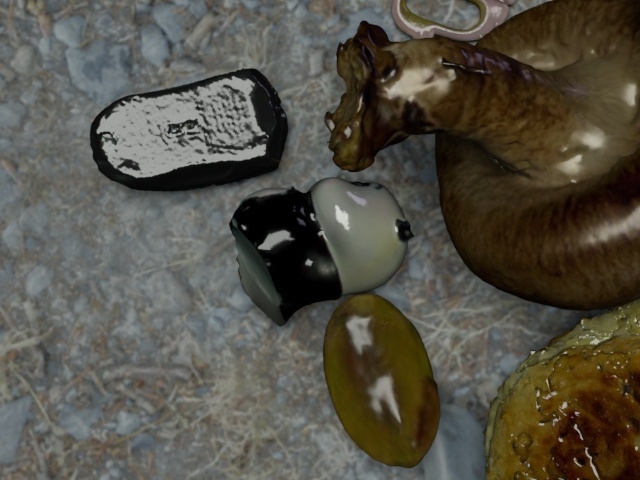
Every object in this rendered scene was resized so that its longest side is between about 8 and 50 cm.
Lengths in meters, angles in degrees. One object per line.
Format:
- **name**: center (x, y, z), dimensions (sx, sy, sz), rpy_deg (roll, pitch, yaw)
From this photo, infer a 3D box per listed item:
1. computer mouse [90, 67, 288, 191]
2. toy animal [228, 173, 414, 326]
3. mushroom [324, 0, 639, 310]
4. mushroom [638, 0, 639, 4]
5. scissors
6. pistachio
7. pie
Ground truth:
- **computer mouse**: center (-0.144, -0.117, 1.250), dimensions (0.217, 0.073, 0.122), rpy_deg (-11, 83, -2)
- **toy animal**: center (0.000, 0.000, 1.187), dimensions (0.179, 0.166, 0.138), rpy_deg (-20, 85, -9)
- **mushroom**: center (0.224, -0.126, 1.090), dimensions (0.334, 0.331, 0.356), rpy_deg (-18, 122, 27)
- **mushroom**: center (0.452, -0.274, 1.091), dimensions (0.407, 0.137, 0.154), rpy_deg (-13, 64, -40)
- **scissors**: center (0.086, -0.324, 1.277), dimensions (0.317, 0.024, 0.160), rpy_deg (27, 88, 9)
- **pistachio**: center (0.060, 0.146, 1.182), dimensions (0.110, 0.100, 0.189), rpy_deg (-20, 95, 27)
- **pie**: center (0.281, 0.212, 1.099), dimensions (0.308, 0.085, 0.308), rpy_deg (1, 92, 34)
